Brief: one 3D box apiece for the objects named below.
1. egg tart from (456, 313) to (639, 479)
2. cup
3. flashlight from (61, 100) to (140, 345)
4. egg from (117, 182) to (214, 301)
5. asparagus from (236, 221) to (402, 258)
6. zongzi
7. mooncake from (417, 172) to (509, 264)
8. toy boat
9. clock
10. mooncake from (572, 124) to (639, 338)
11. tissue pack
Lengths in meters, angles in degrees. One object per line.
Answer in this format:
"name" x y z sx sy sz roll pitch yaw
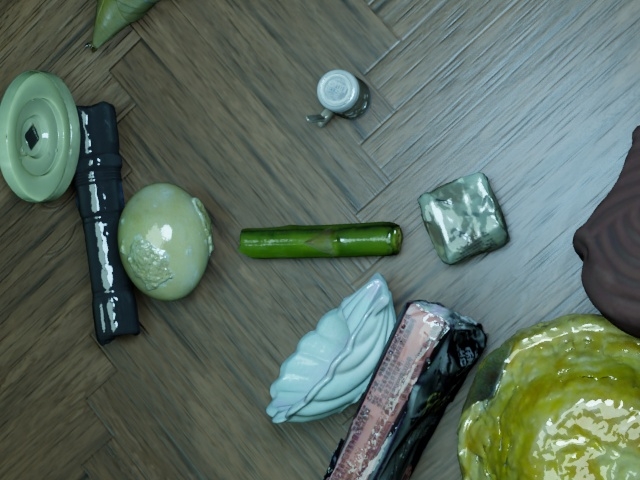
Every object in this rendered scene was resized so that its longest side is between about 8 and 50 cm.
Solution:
"egg tart" 0.412 0.331 1.771 0.443 0.178 0.443 0 89 15
"cup" 0.025 -0.237 1.938 0.102 0.099 0.074 -15 84 14
"flashlight" -0.380 -0.030 2.049 0.103 0.103 0.423 -8 87 15
"egg" -0.260 0.002 1.980 0.164 0.164 0.201 -5 88 15
"asparagus" 0.000 0.002 1.957 0.278 0.067 0.060 -1 115 19
"zongzi" -0.357 -0.486 2.060 0.256 0.115 0.228 -36 74 23
"mooncake" 0.230 -0.033 1.888 0.125 0.073 0.129 -21 81 17
"toy boat" 0.030 0.189 1.895 0.100 0.199 0.290 33 106 -17
"clock" -0.498 -0.181 2.061 0.235 0.029 0.234 4 96 45
"mooncake" 0.525 -0.027 1.714 0.326 0.174 0.333 -31 59 18
"tissue pack" 0.132 0.253 1.818 0.123 0.245 0.332 27 94 16
